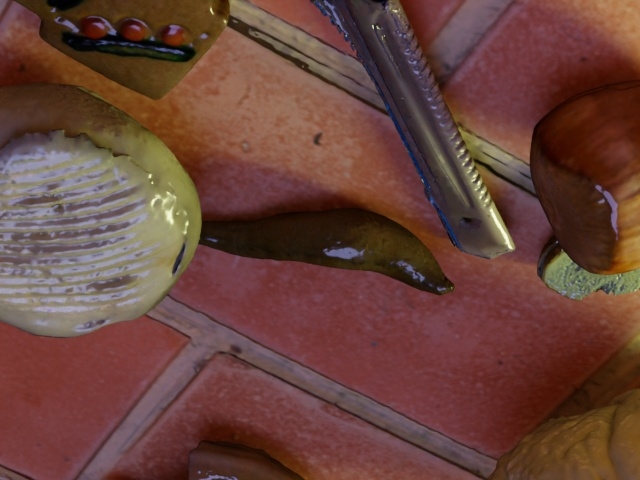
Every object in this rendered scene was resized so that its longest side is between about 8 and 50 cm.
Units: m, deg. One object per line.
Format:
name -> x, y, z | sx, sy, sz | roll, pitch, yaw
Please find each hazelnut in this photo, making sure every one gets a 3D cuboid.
hazelnut -> 0.246, -0.052, 1.602 | 0.150, 0.150, 0.150 | 5, 133, 6

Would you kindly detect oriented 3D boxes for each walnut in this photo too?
walnut -> -0.112, 0.315, 2.003 | 0.238, 0.141, 0.204 | -31, 125, 35

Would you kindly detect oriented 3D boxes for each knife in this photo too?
knife -> 0.076, -0.113, 1.643 | 0.089, 0.043, 0.365 | 15, 147, 44

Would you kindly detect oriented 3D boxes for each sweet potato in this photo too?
sweet potato -> -0.002, -0.001, 1.748 | 0.250, 0.059, 0.069 | 8, 145, 9

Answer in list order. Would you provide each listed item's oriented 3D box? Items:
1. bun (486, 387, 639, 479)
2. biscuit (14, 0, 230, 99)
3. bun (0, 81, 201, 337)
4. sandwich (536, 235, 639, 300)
bun -> 0.298, 0.260, 1.806 | 0.349, 0.227, 0.352 | 18, 131, -38
biscuit -> -0.162, -0.230, 1.573 | 0.278, 0.043, 0.301 | -7, 131, 16
bun -> -0.219, -0.029, 1.704 | 0.239, 0.141, 0.239 | 1, 129, 2
sandwich -> 0.242, 0.015, 1.729 | 0.093, 0.035, 0.105 | 30, 131, -18
